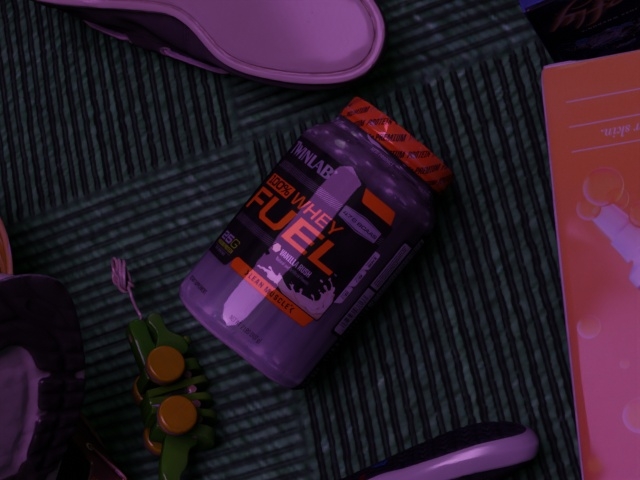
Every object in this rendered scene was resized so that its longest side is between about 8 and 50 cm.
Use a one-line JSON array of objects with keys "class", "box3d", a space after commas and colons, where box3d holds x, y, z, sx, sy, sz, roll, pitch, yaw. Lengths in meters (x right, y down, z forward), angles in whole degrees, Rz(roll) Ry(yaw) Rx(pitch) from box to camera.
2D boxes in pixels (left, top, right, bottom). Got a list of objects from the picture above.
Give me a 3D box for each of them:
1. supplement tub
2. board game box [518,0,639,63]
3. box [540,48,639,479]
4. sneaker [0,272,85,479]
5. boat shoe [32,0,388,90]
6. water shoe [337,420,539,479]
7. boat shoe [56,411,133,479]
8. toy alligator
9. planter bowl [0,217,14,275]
[{"class": "supplement tub", "box3d": [0.000, 0.000, 1.077, 0.117, 0.117, 0.190, 39, 90, 28]}, {"class": "board game box", "box3d": [0.259, -0.180, 1.001, 0.243, 0.165, 0.042, -22, 66, 15]}, {"class": "box", "box3d": [0.267, 0.061, 0.918, 0.215, 0.168, 0.345, -10, 70, 19]}, {"class": "sneaker", "box3d": [-0.281, 0.185, 1.080, 0.182, 0.158, 0.410, 29, 112, 40]}, {"class": "boat shoe", "box3d": [-0.088, -0.191, 1.198, 0.335, 0.095, 0.112, 18, 92, 22]}, {"class": "water shoe", "box3d": [0.061, 0.186, 1.032, 0.203, 0.073, 0.080, -24, 92, 13]}, {"class": "boat shoe", "box3d": [-0.166, 0.193, 1.110, 0.073, 0.073, 0.207, -47, 64, 1]}, {"class": "toy alligator", "box3d": [-0.111, 0.094, 1.133, 0.051, 0.056, 0.189, -5, 63, -24]}, {"class": "planter bowl", "box3d": [-0.310, 0.056, 1.202, 0.217, 0.090, 0.217, -7, 71, 21]}]
